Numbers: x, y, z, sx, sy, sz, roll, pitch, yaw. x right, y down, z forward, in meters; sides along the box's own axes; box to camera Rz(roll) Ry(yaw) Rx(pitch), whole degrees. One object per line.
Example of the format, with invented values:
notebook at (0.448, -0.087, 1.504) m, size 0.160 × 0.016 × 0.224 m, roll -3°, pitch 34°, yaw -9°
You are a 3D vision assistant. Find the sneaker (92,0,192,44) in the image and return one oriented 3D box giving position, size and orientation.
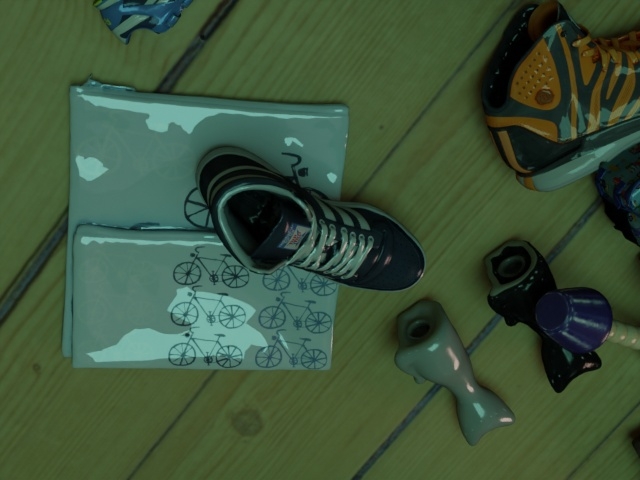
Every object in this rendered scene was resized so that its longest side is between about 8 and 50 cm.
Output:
sneaker at (-0.156, -0.247, 0.998) m, size 0.144 × 0.053 × 0.059 m, roll -19°, pitch 114°, yaw 8°

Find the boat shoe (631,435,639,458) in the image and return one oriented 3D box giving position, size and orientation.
boat shoe at (0.482, 0.342, 1.340) m, size 0.073 × 0.073 × 0.207 m, roll -24°, pitch 107°, yaw 3°

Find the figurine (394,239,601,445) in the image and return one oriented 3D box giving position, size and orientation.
figurine at (0.221, 0.141, 1.207) m, size 0.215 × 0.092 × 0.209 m, roll -34°, pitch 118°, yaw 6°

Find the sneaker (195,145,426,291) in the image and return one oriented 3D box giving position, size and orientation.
sneaker at (0.000, 0.000, 1.032) m, size 0.282 × 0.153 × 0.099 m, roll 26°, pitch 101°, yaw -16°

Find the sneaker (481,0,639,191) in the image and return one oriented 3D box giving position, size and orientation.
sneaker at (0.321, -0.200, 1.057) m, size 0.321 × 0.124 × 0.180 m, roll -33°, pitch 115°, yaw 5°

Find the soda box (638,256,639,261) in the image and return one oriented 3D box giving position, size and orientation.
soda box at (0.523, 0.006, 1.159) m, size 0.263 × 0.092 × 0.083 m, roll -33°, pitch 120°, yaw 20°

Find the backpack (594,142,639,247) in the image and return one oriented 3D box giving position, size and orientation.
backpack at (0.415, -0.050, 1.108) m, size 0.158 × 0.173 × 0.117 m, roll -35°, pitch 113°, yaw 7°

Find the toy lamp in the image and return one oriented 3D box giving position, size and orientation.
toy lamp at (0.351, 0.108, 1.164) m, size 0.274 × 0.080 × 0.080 m, roll 19°, pitch 110°, yaw -43°

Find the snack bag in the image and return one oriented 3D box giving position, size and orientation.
snack bag at (-0.125, -0.005, 1.112) m, size 0.323 × 0.037 × 0.343 m, roll 4°, pitch 111°, yaw -10°
